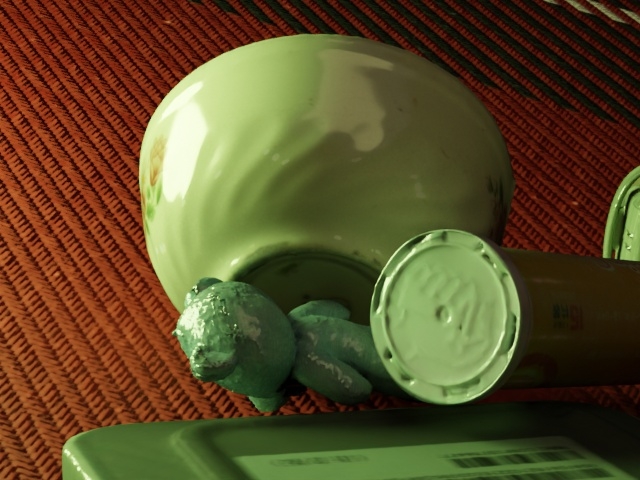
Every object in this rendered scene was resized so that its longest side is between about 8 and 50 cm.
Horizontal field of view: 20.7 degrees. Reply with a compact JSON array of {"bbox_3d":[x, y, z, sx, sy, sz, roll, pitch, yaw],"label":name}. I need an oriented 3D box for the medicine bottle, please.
[{"bbox_3d":[0.199,0.058,1.230,0.108,0.108,0.426,33,16,33],"label":"medicine bottle"}]

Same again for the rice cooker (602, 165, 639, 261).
[{"bbox_3d":[0.339,-0.004,1.478,0.206,0.145,0.127,6,18,-3],"label":"rice cooker"}]

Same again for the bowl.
[{"bbox_3d":[0.000,0.000,1.250,0.277,0.277,0.145,9,45,-3],"label":"bowl"}]

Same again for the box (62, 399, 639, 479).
[{"bbox_3d":[0.079,0.182,0.985,0.396,0.111,0.396,-2,11,-21],"label":"box"}]

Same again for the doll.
[{"bbox_3d":[-0.010,0.081,1.144,0.180,0.075,0.120,20,18,-13],"label":"doll"}]
